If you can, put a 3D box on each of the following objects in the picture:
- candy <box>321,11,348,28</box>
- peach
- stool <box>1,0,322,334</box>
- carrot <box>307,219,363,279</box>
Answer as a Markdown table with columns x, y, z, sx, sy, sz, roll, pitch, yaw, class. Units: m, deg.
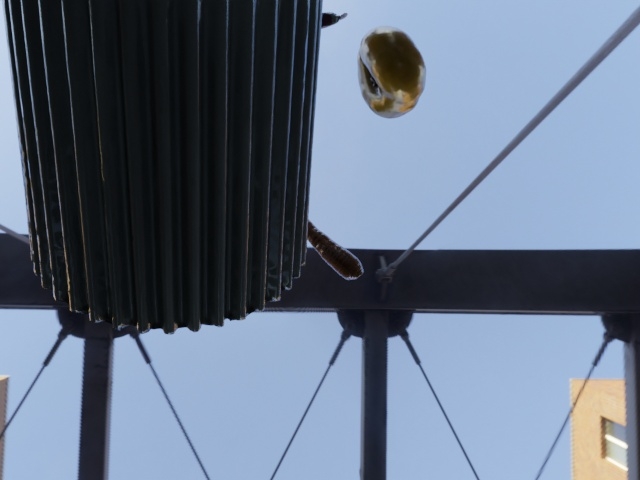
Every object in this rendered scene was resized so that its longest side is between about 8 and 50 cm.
| x | y | z | sx | sy | sz | roll | pitch | yaw | class |
| --- | --- | --- | --- | --- | --- | --- | --- | --- | --- |
| -0.015 | -0.556 | 1.304 | 0.175 | 0.045 | 0.043 | -17 | -69 | -6 | candy |
| 0.132 | -0.326 | 0.988 | 0.103 | 0.179 | 0.179 | -19 | -93 | -11 | peach |
| -0.139 | -0.130 | 0.487 | 0.297 | 0.297 | 0.330 | 8 | -54 | -3 | stool |
| 0.000 | 0.000 | 1.007 | 0.048 | 0.048 | 0.216 | -45 | -109 | -5 | carrot |
